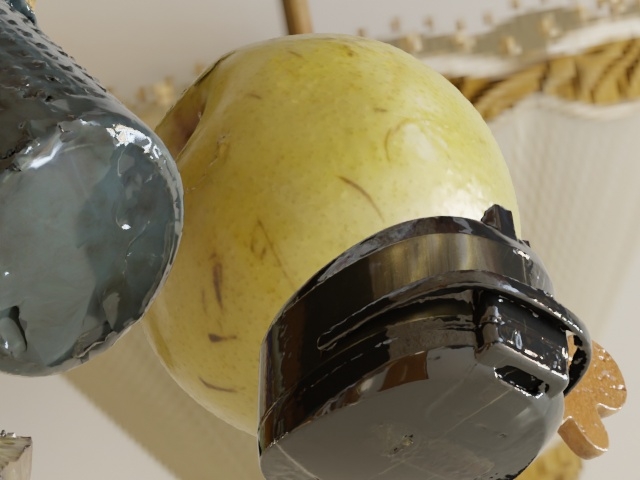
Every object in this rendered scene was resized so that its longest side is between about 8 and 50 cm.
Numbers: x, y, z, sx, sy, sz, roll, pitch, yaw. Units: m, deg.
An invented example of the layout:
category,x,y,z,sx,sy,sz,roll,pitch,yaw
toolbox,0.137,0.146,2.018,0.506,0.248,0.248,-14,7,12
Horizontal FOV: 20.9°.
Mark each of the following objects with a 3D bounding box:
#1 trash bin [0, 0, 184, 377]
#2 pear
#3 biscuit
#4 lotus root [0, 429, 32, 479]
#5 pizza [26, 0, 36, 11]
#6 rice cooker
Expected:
category,x,y,z,sx,sy,sz,roll,pitch,yaw
trash bin,-0.148,-0.025,0.761,0.175,0.175,0.161,-16,-145,-42
pear,0.000,0.000,1.448,0.348,0.348,0.348,-11,-174,1
biscuit,0.208,0.137,1.634,0.036,0.165,0.250,-42,158,32
lotus root,-0.397,0.243,1.755,0.261,0.074,0.170,4,-170,-27
pizza,-0.369,-0.345,1.787,0.130,0.406,0.440,-1,-138,1
rice cooker,0.040,0.059,0.776,0.112,0.106,0.165,28,126,-30
